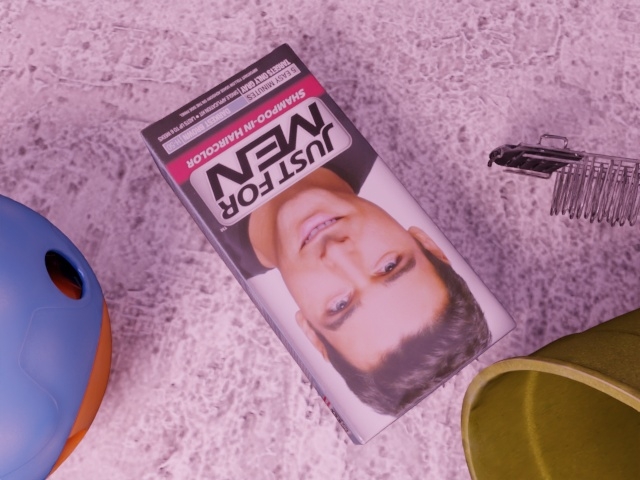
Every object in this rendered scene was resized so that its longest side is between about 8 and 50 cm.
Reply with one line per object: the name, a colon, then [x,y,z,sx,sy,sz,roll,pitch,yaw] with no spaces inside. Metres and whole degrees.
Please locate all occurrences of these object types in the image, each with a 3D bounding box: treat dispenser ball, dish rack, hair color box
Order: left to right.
treat dispenser ball: [-0.325,0.095,0.558,0.288,0.288,0.288,0,73,-1]
hair color box: [0.000,0.000,0.686,0.185,0.113,0.374,-35,77,-11]
dish rack: [0.303,-0.046,0.665,0.271,0.208,0.074,11,92,9]

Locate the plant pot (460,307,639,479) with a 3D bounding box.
plant pot: [0.372,0.180,0.540,0.353,0.366,0.366,-25,75,-21]
